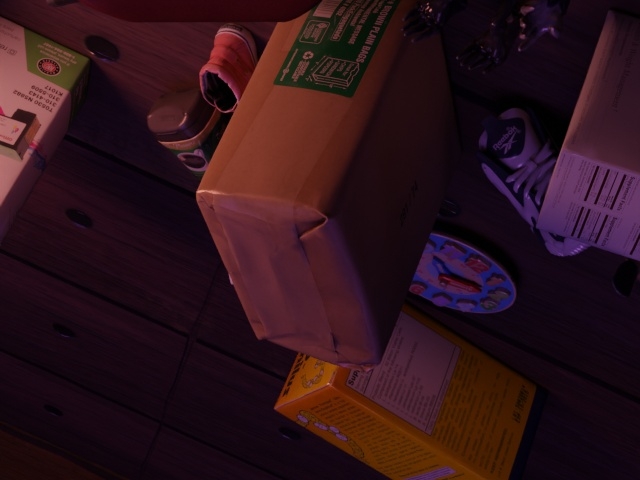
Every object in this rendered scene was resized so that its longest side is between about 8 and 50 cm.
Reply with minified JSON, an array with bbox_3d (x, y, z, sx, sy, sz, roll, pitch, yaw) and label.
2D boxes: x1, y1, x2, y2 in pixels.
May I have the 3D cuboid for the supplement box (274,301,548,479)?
[{"bbox_3d":[0.144,0.253,2.011,0.357,0.194,0.195,33,149,-15],"label":"supplement box"}]

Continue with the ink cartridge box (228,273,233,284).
[{"bbox_3d":[0.000,0.000,1.721,0.219,0.160,0.092,4,112,32],"label":"ink cartridge box"}]

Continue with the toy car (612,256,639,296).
[{"bbox_3d":[0.390,-0.004,1.421,0.155,0.188,0.149,23,151,1],"label":"toy car"}]

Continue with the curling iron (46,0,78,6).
[{"bbox_3d":[-0.238,-0.323,1.512,0.274,0.035,0.068,-11,131,44],"label":"curling iron"}]

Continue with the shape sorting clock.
[{"bbox_3d":[0.178,0.047,1.807,0.206,0.040,0.206,18,150,11],"label":"shape sorting clock"}]

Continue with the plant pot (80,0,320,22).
[{"bbox_3d":[-0.109,-0.327,1.158,0.267,0.267,0.236,0,167,-1],"label":"plant pot"}]

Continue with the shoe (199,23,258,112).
[{"bbox_3d":[-0.104,-0.182,1.596,0.064,0.081,0.178,11,148,21],"label":"shoe"}]

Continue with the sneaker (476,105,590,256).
[{"bbox_3d":[0.242,-0.077,1.443,0.153,0.094,0.235,46,-170,-16],"label":"sneaker"}]

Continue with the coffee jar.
[{"bbox_3d":[-0.147,-0.126,1.721,0.096,0.079,0.184,-1,143,40],"label":"coffee jar"}]

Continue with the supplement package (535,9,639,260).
[{"bbox_3d":[0.353,-0.093,1.297,0.203,0.194,0.149,18,151,9],"label":"supplement package"}]

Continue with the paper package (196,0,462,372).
[{"bbox_3d":[0.023,-0.075,1.431,0.168,0.324,0.309,12,149,20],"label":"paper package"}]

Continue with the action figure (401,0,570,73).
[{"bbox_3d":[0.177,-0.259,1.216,0.164,0.141,0.275,36,152,3],"label":"action figure"}]

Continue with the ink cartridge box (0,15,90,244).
[{"bbox_3d":[-0.459,-0.154,1.697,0.201,0.278,0.117,25,151,-3],"label":"ink cartridge box"}]
